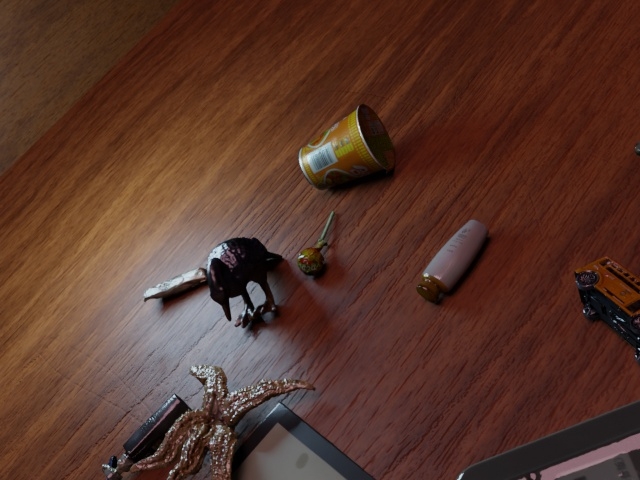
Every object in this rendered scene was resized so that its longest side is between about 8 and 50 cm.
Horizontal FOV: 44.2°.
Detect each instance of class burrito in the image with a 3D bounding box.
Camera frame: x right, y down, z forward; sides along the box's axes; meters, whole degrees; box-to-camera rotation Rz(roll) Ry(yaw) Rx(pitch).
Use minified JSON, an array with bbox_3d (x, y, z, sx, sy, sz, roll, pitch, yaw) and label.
[{"bbox_3d":[-0.348,0.108,1.901,0.171,0.042,0.051,-24,29,13],"label":"burrito"}]

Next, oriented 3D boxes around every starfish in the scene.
[{"bbox_3d":[-0.193,0.367,1.459,0.301,0.084,0.293,7,44,27],"label":"starfish"}]

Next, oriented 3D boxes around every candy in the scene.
[{"bbox_3d":[0.000,0.000,1.749,0.060,0.060,0.201,-9,37,31],"label":"candy"}]

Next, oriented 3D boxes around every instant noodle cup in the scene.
[{"bbox_3d":[0.056,-0.203,1.842,0.185,0.168,0.168,-24,39,28],"label":"instant noodle cup"}]

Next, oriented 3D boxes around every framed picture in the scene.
[{"bbox_3d":[-0.061,0.451,1.347,0.265,0.016,0.347,-47,38,-15],"label":"framed picture"}]

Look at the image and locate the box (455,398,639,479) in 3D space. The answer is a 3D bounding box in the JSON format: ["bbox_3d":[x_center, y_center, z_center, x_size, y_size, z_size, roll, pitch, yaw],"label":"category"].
[{"bbox_3d":[0.375,0.404,1.006,0.373,0.090,0.367,-25,38,12],"label":"box"}]

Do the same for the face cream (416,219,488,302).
[{"bbox_3d":[0.253,0.038,1.508,0.072,0.051,0.182,21,64,46],"label":"face cream"}]

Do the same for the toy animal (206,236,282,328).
[{"bbox_3d":[-0.165,0.075,1.685,0.122,0.185,0.298,-22,21,24],"label":"toy animal"}]

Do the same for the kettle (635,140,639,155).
[{"bbox_3d":[0.671,-0.167,1.291,0.251,0.207,0.271,-47,31,-2],"label":"kettle"}]

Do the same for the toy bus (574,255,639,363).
[{"bbox_3d":[0.484,0.107,1.234,0.088,0.083,0.194,-29,36,-6],"label":"toy bus"}]

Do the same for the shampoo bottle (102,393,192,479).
[{"bbox_3d":[-0.350,0.401,1.585,0.208,0.057,0.063,-45,39,-13],"label":"shampoo bottle"}]

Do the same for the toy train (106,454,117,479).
[{"bbox_3d":[-0.424,0.474,1.599,0.017,0.017,0.083,-32,37,17],"label":"toy train"}]
